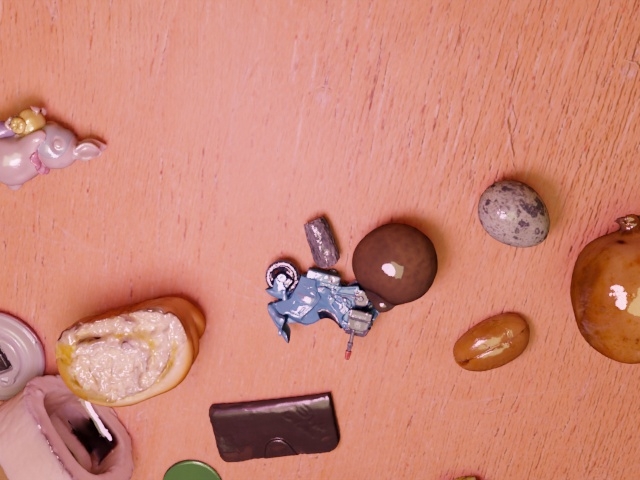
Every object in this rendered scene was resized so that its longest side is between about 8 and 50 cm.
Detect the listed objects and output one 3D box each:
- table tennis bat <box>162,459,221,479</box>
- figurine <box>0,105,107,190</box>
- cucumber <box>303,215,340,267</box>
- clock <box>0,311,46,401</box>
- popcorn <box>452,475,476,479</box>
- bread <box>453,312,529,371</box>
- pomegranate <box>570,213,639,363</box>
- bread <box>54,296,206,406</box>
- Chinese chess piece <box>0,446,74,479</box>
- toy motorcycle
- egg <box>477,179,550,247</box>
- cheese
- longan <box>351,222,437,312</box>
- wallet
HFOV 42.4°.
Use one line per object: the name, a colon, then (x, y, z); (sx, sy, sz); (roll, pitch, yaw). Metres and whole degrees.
table tennis bat: (-0.321, 0.679, 2.124); (0.160, 0.039, 0.257); (-6, 104, 7)
figurine: (-0.597, -0.212, 1.784); (0.235, 0.127, 0.155); (-18, 98, 6)
cucumber: (0.001, 0.002, 1.833); (0.064, 0.064, 0.112); (-17, 108, 11)
clock: (-0.786, 0.282, 2.010); (0.244, 0.056, 0.244); (2, 111, 4)
popcorn: (0.345, 0.641, 2.008); (0.145, 0.126, 0.126); (5, 137, -13)
bread: (0.390, 0.238, 1.878); (0.189, 0.077, 0.114); (-31, 109, 12)
pomegranate: (0.647, 0.111, 1.693); (0.307, 0.307, 0.307); (2, 110, 5)
bread: (-0.415, 0.249, 1.854); (0.315, 0.270, 0.211); (-11, 94, 1)
Chinese chess piece: (-0.748, 0.564, 2.087); (0.250, 0.097, 0.251); (2, 111, 5)
toy motorcycle: (-0.004, 0.155, 1.860); (0.272, 0.123, 0.182); (14, 100, 1)
egg: (0.410, -0.053, 1.739); (0.172, 0.132, 0.132); (36, 109, -20)
cheese: (-0.606, 0.476, 1.948); (0.153, 0.292, 0.332); (-33, 92, 15)
longan: (0.157, 0.062, 1.788); (0.184, 0.159, 0.204); (16, 109, 8)
wallet: (-0.111, 0.459, 2.020); (0.309, 0.042, 0.165); (-8, 107, 8)
